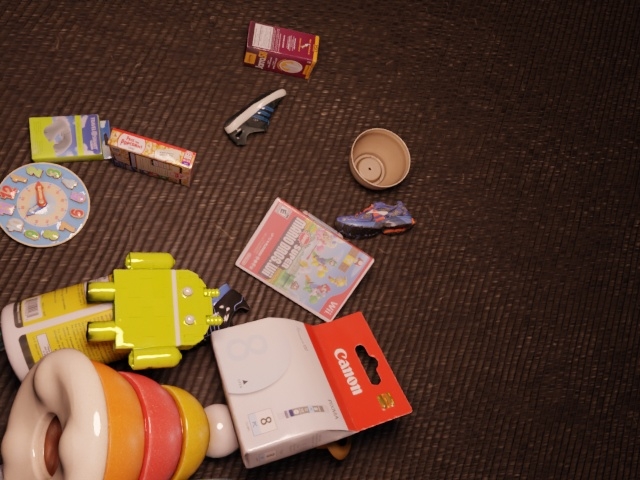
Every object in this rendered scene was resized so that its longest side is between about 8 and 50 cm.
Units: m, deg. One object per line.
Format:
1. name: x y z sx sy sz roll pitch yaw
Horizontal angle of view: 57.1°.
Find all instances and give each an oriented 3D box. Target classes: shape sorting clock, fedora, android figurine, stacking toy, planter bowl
1. shape sorting clock: -0.653 -0.086 1.386 0.206 0.040 0.206 3 77 -13
2. fedora: 0.003 0.428 1.396 0.079 0.194 0.194 -24 83 19
3. android figurine: -0.339 0.143 1.219 0.273 0.056 0.248 3 65 -24
4. stacking toy: -0.355 0.410 1.212 0.480 0.351 0.350 16 70 -47
5. planter bowl: 0.146 -0.205 1.581 0.162 0.109 0.162 3 77 -13

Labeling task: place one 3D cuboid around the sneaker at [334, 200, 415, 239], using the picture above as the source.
1. sneaker: 0.139 -0.058 1.571 0.221 0.083 0.087 -4 65 -21

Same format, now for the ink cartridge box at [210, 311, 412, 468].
1. ink cartridge box: -0.025 0.299 1.327 0.385 0.091 0.308 -14 47 -15

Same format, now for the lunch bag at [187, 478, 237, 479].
1. lunch bag: -0.272 0.570 1.260 0.219 0.176 0.090 2 77 -15

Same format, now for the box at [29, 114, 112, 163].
1. box: -0.607 -0.247 1.435 0.178 0.042 0.109 -7 79 -15

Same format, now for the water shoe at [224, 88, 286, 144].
1. water shoe: -0.164 -0.327 1.564 0.203 0.073 0.080 -40 116 -19

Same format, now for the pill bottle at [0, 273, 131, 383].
1. pill bottle: -0.492 0.181 1.288 0.334 0.188 0.187 -16 82 -17

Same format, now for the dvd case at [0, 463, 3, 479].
1. dvd case: -0.576 0.528 1.276 0.221 0.018 0.164 -19 83 -17

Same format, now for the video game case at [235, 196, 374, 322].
1. video game case: -0.040 0.052 1.465 0.285 0.025 0.204 32 104 -5

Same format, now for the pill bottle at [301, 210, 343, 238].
1. pill bottle: 0.000 0.000 1.508 0.160 0.087 0.087 34 72 -5

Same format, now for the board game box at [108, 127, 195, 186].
1. board game box: -0.403 -0.195 1.420 0.194 0.147 0.045 16 74 -11

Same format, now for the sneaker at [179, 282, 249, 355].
1. sneaker: -0.268 0.210 1.395 0.090 0.081 0.232 41 71 3

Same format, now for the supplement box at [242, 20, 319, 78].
1. supplement box: -0.108 -0.512 1.590 0.188 0.104 0.080 8 76 -12

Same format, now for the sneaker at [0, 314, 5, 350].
1. sneaker: -0.726 0.226 1.277 0.065 0.076 0.166 38 71 -4
